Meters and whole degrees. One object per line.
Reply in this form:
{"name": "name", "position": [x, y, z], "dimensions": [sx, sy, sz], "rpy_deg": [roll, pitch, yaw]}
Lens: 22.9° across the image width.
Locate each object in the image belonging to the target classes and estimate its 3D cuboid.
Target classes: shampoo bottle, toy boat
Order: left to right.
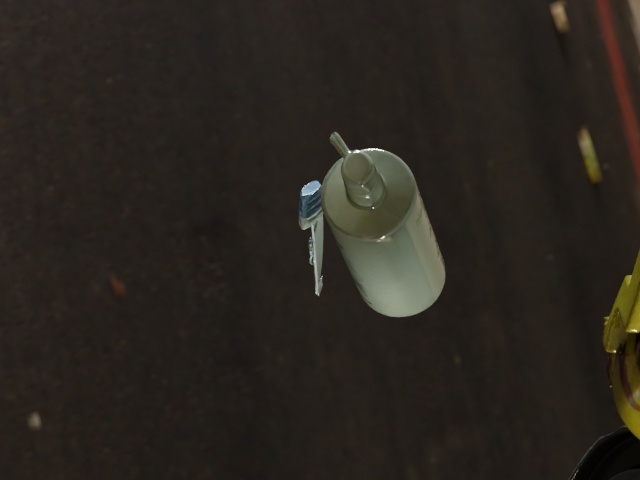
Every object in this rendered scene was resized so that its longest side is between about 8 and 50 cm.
{"name": "toy boat", "position": [0.001, -0.011, 2.022], "dimensions": [0.105, 0.034, 0.149], "rpy_deg": [-73, 154, -45]}
{"name": "shampoo bottle", "position": [0.053, -0.011, 1.375], "dimensions": [0.262, 0.085, 0.085], "rpy_deg": [63, 19, -67]}

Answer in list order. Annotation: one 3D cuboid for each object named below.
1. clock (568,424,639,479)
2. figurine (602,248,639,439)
{"name": "clock", "position": [0.385, 0.370, 1.789], "dimensions": [0.067, 0.325, 0.325], "rpy_deg": [4, 67, -30]}
{"name": "figurine", "position": [0.349, 0.063, 1.397], "dimensions": [0.327, 0.169, 0.218], "rpy_deg": [110, -21, -55]}
